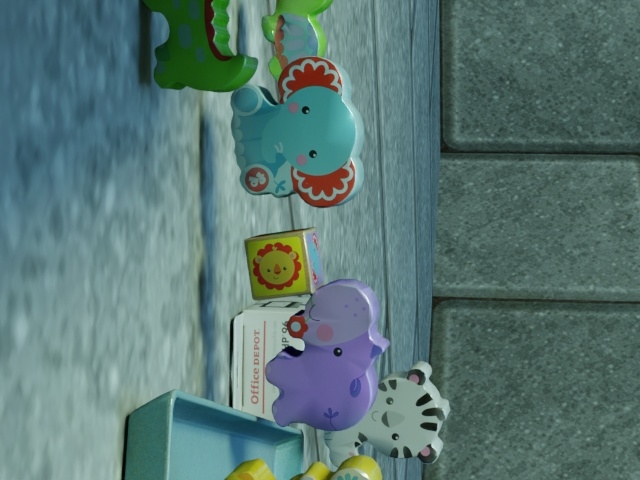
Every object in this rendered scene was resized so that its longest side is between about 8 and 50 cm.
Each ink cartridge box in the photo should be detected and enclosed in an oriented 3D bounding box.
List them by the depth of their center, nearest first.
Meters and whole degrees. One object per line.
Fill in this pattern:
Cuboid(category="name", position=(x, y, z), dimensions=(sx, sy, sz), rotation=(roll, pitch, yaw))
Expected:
Cuboid(category="ink cartridge box", position=(-0.017, 0.052, 0.571), dimensions=(0.083, 0.028, 0.048), rotation=(-22, 112, -82))

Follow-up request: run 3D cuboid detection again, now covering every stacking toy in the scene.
Cuboid(category="stacking toy", position=(0.000, 0.000, 0.463), dimensions=(0.167, 0.052, 0.221), rotation=(-28, 110, -78))

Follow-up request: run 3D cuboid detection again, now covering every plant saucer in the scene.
Cuboid(category="plant saucer", position=(-0.032, 0.093, 0.455), dimensions=(0.192, 0.018, 0.067), rotation=(51, 40, -75))
